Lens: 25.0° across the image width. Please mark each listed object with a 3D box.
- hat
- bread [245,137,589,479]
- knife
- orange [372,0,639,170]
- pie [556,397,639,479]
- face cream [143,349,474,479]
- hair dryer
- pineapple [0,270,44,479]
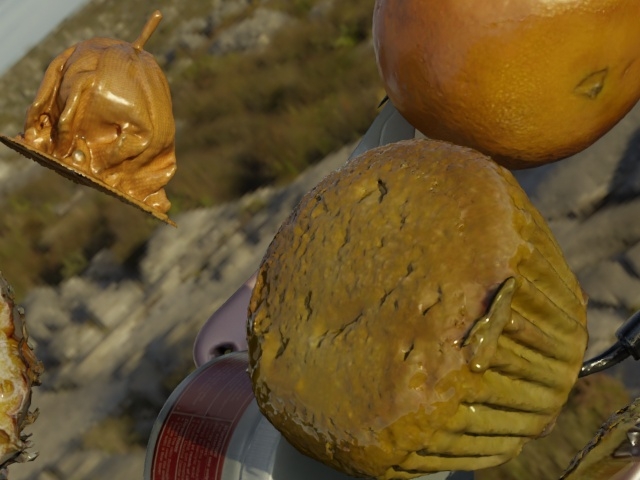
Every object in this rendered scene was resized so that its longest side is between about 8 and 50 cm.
[{"bbox_3d":[-0.238,-0.172,1.753,0.233,0.244,0.233,56,-121,-81],"label":"hat"},{"bbox_3d":[0.056,0.046,0.944,0.240,0.139,0.240,-22,57,39],"label":"bread"},{"bbox_3d":[0.002,0.002,1.354,0.336,0.081,0.043,-52,-6,-8],"label":"knife"},{"bbox_3d":[0.176,-0.191,1.279,0.261,0.261,0.261,-39,14,12],"label":"orange"},{"bbox_3d":[0.210,0.222,1.020,0.308,0.085,0.308,-45,-28,-32],"label":"pie"},{"bbox_3d":[-0.013,0.188,1.126,0.201,0.201,0.187,-50,25,-26],"label":"face cream"},{"bbox_3d":[0.350,0.062,1.331,0.272,0.091,0.235,-42,9,11],"label":"hair dryer"},{"bbox_3d":[-0.437,0.121,1.364,0.352,0.352,0.300,-47,18,-16],"label":"pineapple"}]
